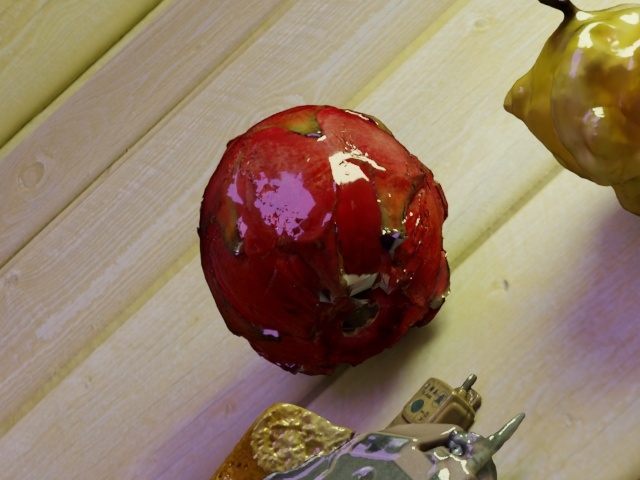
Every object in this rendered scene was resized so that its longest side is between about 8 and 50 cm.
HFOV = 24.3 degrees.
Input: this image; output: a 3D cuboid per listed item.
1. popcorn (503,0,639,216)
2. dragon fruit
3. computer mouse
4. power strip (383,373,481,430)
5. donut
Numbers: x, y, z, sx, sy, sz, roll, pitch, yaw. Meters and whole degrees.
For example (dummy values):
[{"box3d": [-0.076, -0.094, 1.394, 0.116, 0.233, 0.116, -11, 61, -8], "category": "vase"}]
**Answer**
[{"box3d": [0.347, -0.138, 1.475, 0.316, 0.280, 0.297, 14, 30, 42], "category": "popcorn"}, {"box3d": [0.000, 0.000, 1.697, 0.296, 0.295, 0.301, -38, 47, 9], "category": "dragon fruit"}, {"box3d": [0.042, 0.289, 1.415, 0.389, 0.115, 0.199, -35, 47, -11], "category": "computer mouse"}, {"box3d": [0.055, 0.247, 1.526, 0.305, 0.044, 0.064, -46, 27, -6], "category": "power strip"}, {"box3d": [-0.078, 0.283, 1.560, 0.259, 0.101, 0.152, -54, 1, -10], "category": "donut"}]
